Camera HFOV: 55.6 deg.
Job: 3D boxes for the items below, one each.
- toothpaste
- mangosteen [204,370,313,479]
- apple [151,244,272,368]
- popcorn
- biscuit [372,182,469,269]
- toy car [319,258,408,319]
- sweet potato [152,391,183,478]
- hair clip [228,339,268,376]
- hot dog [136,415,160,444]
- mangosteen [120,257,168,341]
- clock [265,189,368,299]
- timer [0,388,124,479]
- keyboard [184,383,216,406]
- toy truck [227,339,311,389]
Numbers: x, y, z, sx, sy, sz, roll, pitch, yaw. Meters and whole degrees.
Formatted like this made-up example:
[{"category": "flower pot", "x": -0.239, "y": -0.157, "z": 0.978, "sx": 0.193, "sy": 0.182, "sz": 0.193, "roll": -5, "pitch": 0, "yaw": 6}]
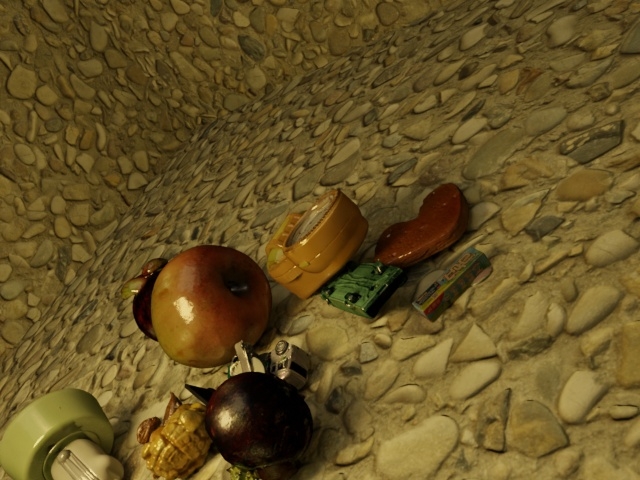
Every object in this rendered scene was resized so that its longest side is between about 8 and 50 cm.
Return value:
[{"category": "toothpaste", "x": 0.301, "y": 0.101, "z": 1.367, "sx": 0.193, "sy": 0.044, "sz": 0.070, "roll": -43, "pitch": 27, "yaw": -6}, {"category": "mangosteen", "x": -0.139, "y": 0.420, "z": 1.270, "sx": 0.231, "sy": 0.231, "sz": 0.289, "roll": -5, "pitch": 63, "yaw": 48}, {"category": "apple", "x": -0.311, "y": 0.192, "z": 1.720, "sx": 0.305, "sy": 0.338, "sz": 0.338, "roll": -45, "pitch": 20, "yaw": 37}, {"category": "popcorn", "x": -0.334, "y": 0.491, "z": 1.490, "sx": 0.163, "sy": 0.140, "sz": 0.194, "roll": -21, "pitch": 22, "yaw": 48}, {"category": "biscuit", "x": 0.265, "y": -0.030, "z": 1.606, "sx": 0.277, "sy": 0.052, "sz": 0.262, "roll": -30, "pitch": 24, "yaw": 20}, {"category": "toy car", "x": 0.101, "y": 0.126, "z": 1.507, "sx": 0.141, "sy": 0.097, "sz": 0.320, "roll": -47, "pitch": 12, "yaw": -13}, {"category": "sweet potato", "x": -0.395, "y": 0.516, "z": 1.611, "sx": 0.068, "sy": 0.068, "sz": 0.226, "roll": -17, "pitch": 53, "yaw": 37}, {"category": "hair clip", "x": -0.174, "y": 0.325, "z": 1.439, "sx": 0.116, "sy": 0.049, "sz": 0.172, "roll": -31, "pitch": 54, "yaw": 29}, {"category": "hot dog", "x": -0.489, "y": 0.534, "z": 1.719, "sx": 0.058, "sy": 0.035, "sz": 0.083, "roll": -16, "pitch": 35, "yaw": 45}, {"category": "mangosteen", "x": -0.482, "y": 0.192, "z": 1.957, "sx": 0.288, "sy": 0.288, "sz": 0.288, "roll": -30, "pitch": 29, "yaw": 18}, {"category": "clock", "x": 0.000, "y": 0.000, "z": 1.647, "sx": 0.317, "sy": 0.200, "sz": 0.244, "roll": -32, "pitch": 24, "yaw": 56}, {"category": "timer", "x": -0.654, "y": 0.601, "z": 1.638, "sx": 0.315, "sy": 0.291, "sz": 0.291, "roll": 26, "pitch": 66, "yaw": 36}, {"category": "keyboard", "x": -0.244, "y": 0.420, "z": 1.528, "sx": 0.309, "sy": 0.101, "sz": 0.018, "roll": 11, "pitch": 81, "yaw": 55}, {"category": "toy truck", "x": -0.129, "y": 0.336, "z": 1.499, "sx": 0.216, "sy": 0.110, "sz": 0.116, "roll": -22, "pitch": 45, "yaw": 29}]
